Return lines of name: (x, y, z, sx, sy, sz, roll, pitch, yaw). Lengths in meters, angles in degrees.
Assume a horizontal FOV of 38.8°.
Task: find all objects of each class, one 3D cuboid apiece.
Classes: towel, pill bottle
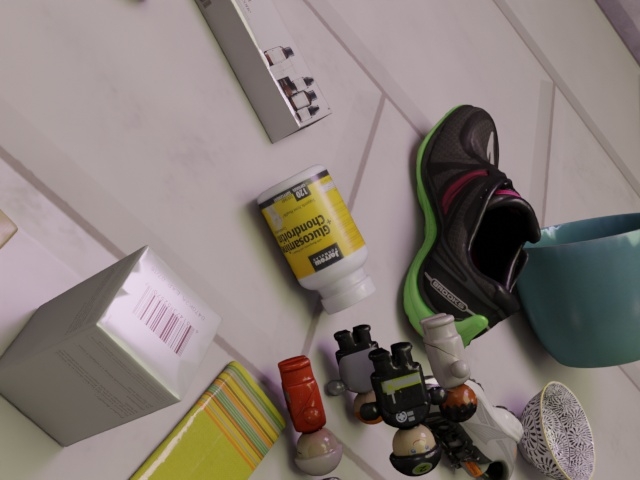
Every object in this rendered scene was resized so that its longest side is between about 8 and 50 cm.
towel: (-0.123, 0.234, 0.981, 0.102, 0.021, 0.237, 53, 38, -8)
pill bottle: (0.000, 0.000, 1.201, 0.103, 0.103, 0.184, -32, 94, -54)

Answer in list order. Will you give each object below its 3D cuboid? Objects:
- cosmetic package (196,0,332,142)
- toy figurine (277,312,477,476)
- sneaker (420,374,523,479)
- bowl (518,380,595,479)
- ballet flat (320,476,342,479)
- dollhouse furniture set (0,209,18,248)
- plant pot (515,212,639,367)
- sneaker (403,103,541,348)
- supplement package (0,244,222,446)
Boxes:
cosmetic package: (-0.079, -0.267, 1.297, 0.239, 0.060, 0.099, 61, 35, -5)
toy figurine: (0.075, 0.188, 1.097, 0.209, 0.213, 0.148, -21, 96, -57)
sneaker: (0.203, 0.271, 1.304, 0.271, 0.100, 0.108, 36, 49, -34)
bowl: (0.377, 0.325, 1.502, 0.170, 0.080, 0.170, 29, 49, -40)
ballet flat: (-0.002, 0.315, 1.065, 0.041, 0.041, 0.114, 59, 36, -8)
dollhouse furniture set: (-0.356, -0.016, 0.762, 0.161, 0.101, 0.182, 50, 38, -20)
plant pot: (0.498, 0.093, 1.633, 0.293, 0.293, 0.235, -20, 98, -54)
sneaker: (0.265, -0.037, 1.472, 0.185, 0.202, 0.483, 38, 44, -33)
supplement package: (-0.197, 0.100, 0.827, 0.105, 0.179, 0.105, 48, 39, -22)
